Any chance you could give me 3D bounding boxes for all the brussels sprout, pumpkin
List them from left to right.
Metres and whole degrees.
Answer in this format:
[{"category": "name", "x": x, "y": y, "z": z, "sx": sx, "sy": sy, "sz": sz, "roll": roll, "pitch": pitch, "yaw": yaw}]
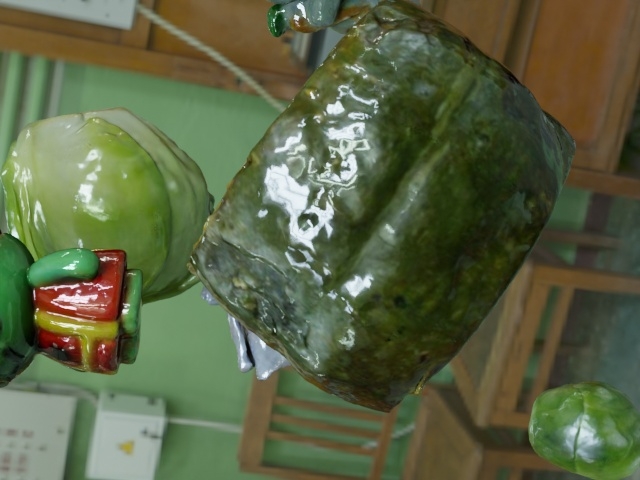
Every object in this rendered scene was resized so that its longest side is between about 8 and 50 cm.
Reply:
[{"category": "brussels sprout", "x": -0.257, "y": -0.026, "z": 1.426, "sx": 0.259, "sy": 0.227, "sz": 0.294, "roll": 0, "pitch": 114, "yaw": 37}, {"category": "pumpkin", "x": 0.034, "y": -0.021, "z": 0.651, "sx": 0.190, "sy": 0.139, "sz": 0.280, "roll": -56, "pitch": -1, "yaw": 5}, {"category": "brussels sprout", "x": 0.328, "y": 0.228, "z": 1.410, "sx": 0.155, "sy": 0.155, "sz": 0.117, "roll": -153, "pitch": 72, "yaw": -75}]

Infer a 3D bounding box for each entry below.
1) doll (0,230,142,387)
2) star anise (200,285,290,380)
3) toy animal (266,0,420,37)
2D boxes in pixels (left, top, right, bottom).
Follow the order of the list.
[{"category": "doll", "x": -0.357, "y": 0.065, "z": 1.142, "sx": 0.182, "sy": 0.363, "sz": 0.160, "roll": 103, "pitch": 159, "yaw": -55}, {"category": "star anise", "x": 0.000, "y": 0.000, "z": 0.841, "sx": 0.093, "sy": 0.229, "sz": 0.236, "roll": 43, "pitch": 139, "yaw": 22}, {"category": "toy animal", "x": 0.020, "y": -0.234, "z": 1.030, "sx": 0.108, "sy": 0.236, "sz": 0.138, "roll": 48, "pitch": 121, "yaw": 52}]
